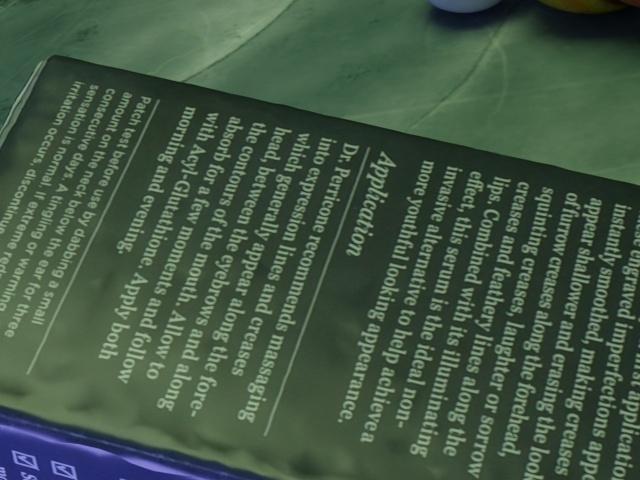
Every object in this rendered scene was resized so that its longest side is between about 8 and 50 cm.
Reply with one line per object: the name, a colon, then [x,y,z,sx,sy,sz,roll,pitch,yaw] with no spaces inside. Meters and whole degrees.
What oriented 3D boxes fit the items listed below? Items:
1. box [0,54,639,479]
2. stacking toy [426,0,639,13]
box: [0.021,0.113,0.793,0.395,0.293,0.212,14,54,9]
stacking toy: [0.291,-0.332,1.551,0.480,0.350,0.350,-17,29,40]
